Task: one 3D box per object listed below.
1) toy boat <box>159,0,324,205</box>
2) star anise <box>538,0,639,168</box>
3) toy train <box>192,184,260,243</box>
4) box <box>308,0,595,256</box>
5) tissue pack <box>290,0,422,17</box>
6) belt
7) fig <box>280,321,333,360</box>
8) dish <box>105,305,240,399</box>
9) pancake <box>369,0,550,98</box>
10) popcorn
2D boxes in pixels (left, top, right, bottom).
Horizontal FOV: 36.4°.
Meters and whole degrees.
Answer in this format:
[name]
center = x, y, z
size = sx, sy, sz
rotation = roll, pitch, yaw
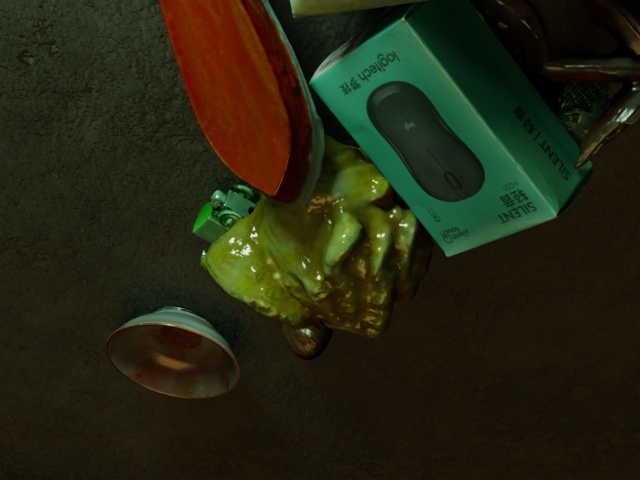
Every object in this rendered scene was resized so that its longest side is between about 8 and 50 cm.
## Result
[toy boat]
center = -0.084, -0.197, 1.232
size = 0.145, 0.133, 0.332
rotation = -19, 93, 25
[star anise]
center = 0.397, -0.195, 1.144
size = 0.288, 0.288, 0.088
rotation = 15, 179, -3
[toy train]
center = -0.083, 0.001, 1.588
size = 0.251, 0.085, 0.119
rotation = 32, 141, -19
[box]
center = 0.159, -0.143, 1.207
size = 0.311, 0.118, 0.205
rotation = 50, 146, -13
[tissue pack]
center = 0.125, -0.402, 1.004
size = 0.388, 0.162, 0.287
rotation = -4, 134, 17
[belt]
center = 0.330, -0.161, 1.250
size = 0.079, 0.121, 0.151
rotation = 11, 171, 3
[fig]
center = -0.042, 0.158, 1.765
size = 0.125, 0.089, 0.089
rotation = 36, 137, 0
[dish]
center = -0.272, 0.201, 1.859
size = 0.260, 0.085, 0.260
rotation = 7, 142, 5
[pancake]
center = 0.181, -0.238, 1.277
size = 0.250, 0.031, 0.250
rotation = 10, 139, 9
[popcorn]
center = 0.002, 0.011, 1.386
size = 0.325, 0.290, 0.321
rotation = -11, 114, -25
